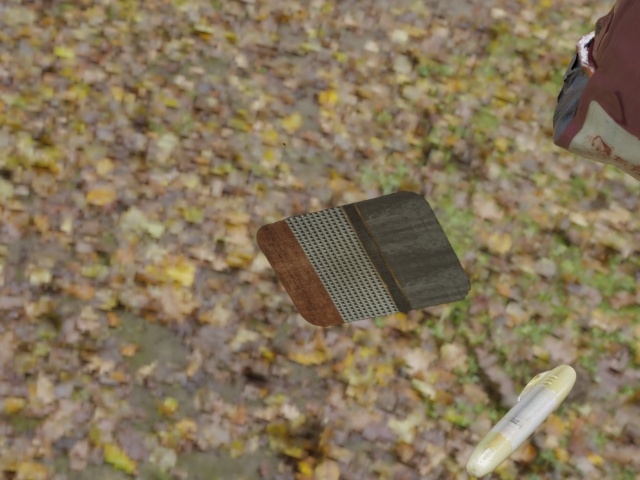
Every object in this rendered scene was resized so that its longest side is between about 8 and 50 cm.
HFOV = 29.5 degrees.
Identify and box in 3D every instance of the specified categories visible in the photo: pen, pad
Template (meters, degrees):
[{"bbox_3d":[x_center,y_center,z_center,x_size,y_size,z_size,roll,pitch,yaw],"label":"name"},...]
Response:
[{"bbox_3d":[0.193,0.171,1.175,0.040,0.032,0.233,3,18,33],"label":"pen"},{"bbox_3d":[0.005,-0.020,1.438,0.250,0.323,0.055,-14,47,33],"label":"pad"}]

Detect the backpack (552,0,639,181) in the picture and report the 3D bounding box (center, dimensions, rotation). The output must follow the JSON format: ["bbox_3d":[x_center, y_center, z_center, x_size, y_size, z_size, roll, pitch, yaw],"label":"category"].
[{"bbox_3d":[0.427,-0.194,1.365,0.283,0.317,0.197,23,49,11],"label":"backpack"}]
